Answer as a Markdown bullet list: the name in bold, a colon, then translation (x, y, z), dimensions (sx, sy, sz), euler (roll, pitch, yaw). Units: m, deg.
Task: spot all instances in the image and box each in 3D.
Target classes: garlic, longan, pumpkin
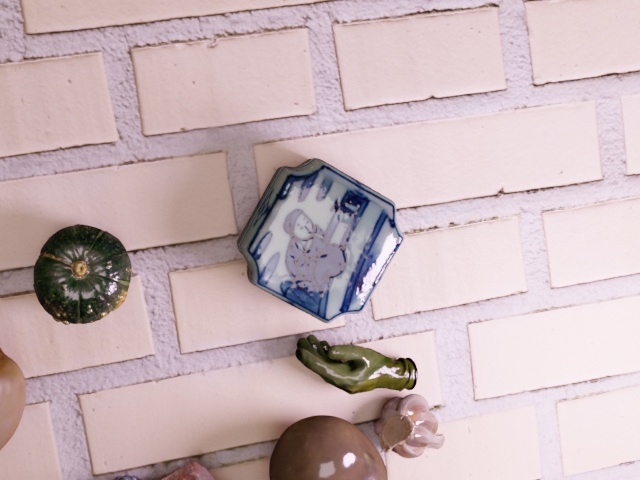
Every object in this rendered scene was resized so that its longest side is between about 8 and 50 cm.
- **garlic**: translation (0.204, 0.396, 1.818), dimensions (0.194, 0.127, 0.131), euler (19, 114, -37)
- **longan**: translation (0.011, 0.461, 1.723), dimensions (0.246, 0.246, 0.215), euler (-11, 59, -9)
- **pumpkin**: translation (-0.452, 0.066, 1.632), dimensions (0.190, 0.146, 0.190), euler (-2, 100, -10)

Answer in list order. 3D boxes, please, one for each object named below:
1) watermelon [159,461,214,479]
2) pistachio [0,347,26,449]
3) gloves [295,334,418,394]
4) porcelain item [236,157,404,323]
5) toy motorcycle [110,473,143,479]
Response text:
- **watermelon**: translation (-0.304, 0.554, 1.699), dimensions (0.318, 0.148, 0.226), euler (14, 58, -27)
- **pistachio**: translation (-0.760, 0.277, 1.536), dimensions (0.445, 0.281, 0.365), euler (-3, 94, -14)
- **gloves**: translation (0.073, 0.262, 1.770), dimensions (0.268, 0.135, 0.107), euler (17, 53, -13)
- **porcelain item**: translation (0.000, 0.000, 1.701), dimensions (0.286, 0.157, 0.281), euler (31, 90, -13)
- **toy motorcycle**: translation (-0.481, 0.605, 1.709), dimensions (0.327, 0.143, 0.188), euler (-24, 110, -21)
